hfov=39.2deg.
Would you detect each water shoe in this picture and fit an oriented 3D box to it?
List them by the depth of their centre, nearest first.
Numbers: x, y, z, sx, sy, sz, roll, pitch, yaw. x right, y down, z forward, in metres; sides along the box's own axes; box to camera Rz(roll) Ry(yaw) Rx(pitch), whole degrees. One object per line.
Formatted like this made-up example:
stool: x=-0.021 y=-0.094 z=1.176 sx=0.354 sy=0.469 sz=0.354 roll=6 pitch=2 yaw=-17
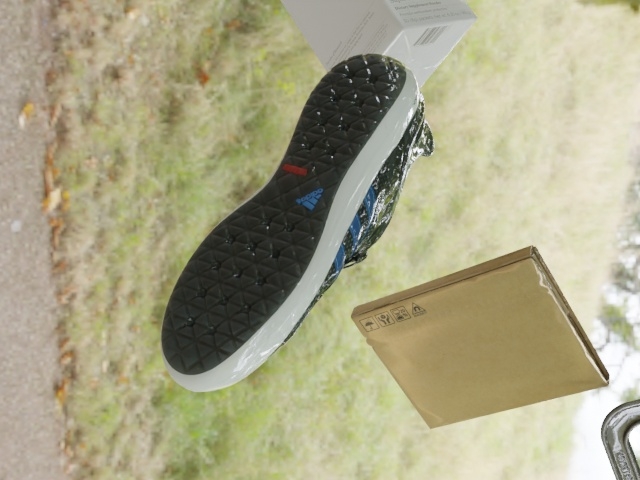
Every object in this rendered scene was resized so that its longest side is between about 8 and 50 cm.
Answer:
water shoe: x=0.000 y=0.000 z=0.471 sx=0.203 sy=0.073 sz=0.080 roll=-55 pitch=142 yaw=-11

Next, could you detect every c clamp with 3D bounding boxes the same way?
c clamp: x=0.337 y=0.196 z=0.841 sx=0.022 sy=0.137 sz=0.161 roll=-67 pitch=141 yaw=-68

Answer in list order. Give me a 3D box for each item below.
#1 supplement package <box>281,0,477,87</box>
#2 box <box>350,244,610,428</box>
supplement package: x=0.069 y=-0.395 z=1.422 sx=0.293 sy=0.177 sz=0.175 roll=58 pitch=-41 yaw=16
box: x=0.154 y=0.103 z=0.880 sx=0.164 sy=0.201 sz=0.021 roll=55 pitch=33 yaw=-20
